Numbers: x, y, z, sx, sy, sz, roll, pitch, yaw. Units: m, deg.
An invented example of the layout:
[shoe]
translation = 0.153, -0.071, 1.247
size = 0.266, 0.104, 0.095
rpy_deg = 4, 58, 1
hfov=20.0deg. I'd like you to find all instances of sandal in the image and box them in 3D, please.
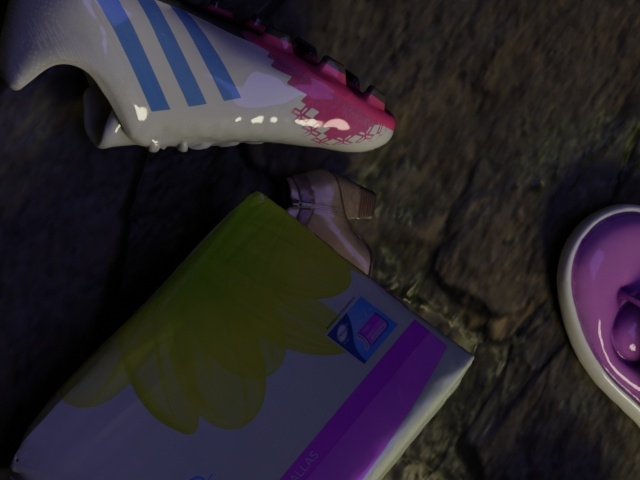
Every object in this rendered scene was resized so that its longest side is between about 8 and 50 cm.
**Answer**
[sandal]
translation = 0.367, 0.133, 1.708
size = 0.169, 0.102, 0.416
rpy_deg = -44, 116, -20

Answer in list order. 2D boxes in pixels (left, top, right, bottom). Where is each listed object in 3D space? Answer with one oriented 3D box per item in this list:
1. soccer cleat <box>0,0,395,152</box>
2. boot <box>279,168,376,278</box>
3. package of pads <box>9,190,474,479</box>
[soccer cleat]
translation = -0.098, -0.118, 1.390
size = 0.331, 0.116, 0.143
rpy_deg = 24, 99, -30
[boot]
translation = 0.000, 0.000, 1.499
size = 0.087, 0.042, 0.118
rpy_deg = 4, 93, -27
[package of pads]
translation = -0.063, 0.134, 1.374
size = 0.229, 0.101, 0.296
rpy_deg = 38, 69, 8
